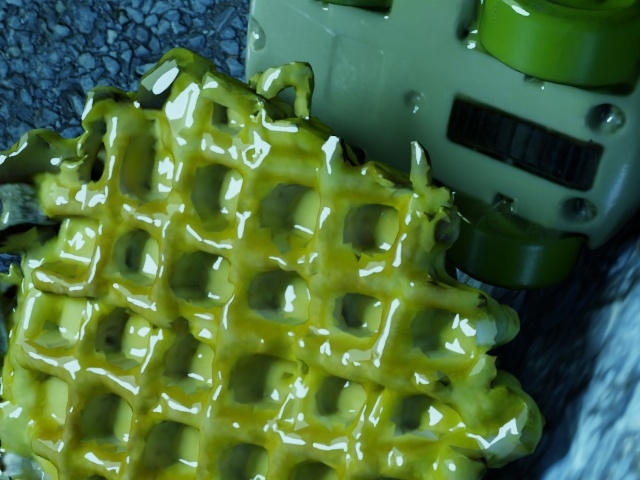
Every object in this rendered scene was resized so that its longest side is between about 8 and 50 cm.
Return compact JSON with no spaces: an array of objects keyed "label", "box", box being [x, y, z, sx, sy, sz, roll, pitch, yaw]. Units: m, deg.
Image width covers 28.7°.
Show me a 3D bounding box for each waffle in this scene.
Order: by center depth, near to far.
[{"label":"waffle","box":[-0.051,0.056,0.601,0.329,0.329,0.062,-57,-23,20]}]

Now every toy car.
[{"label":"toy car","box":[0.087,-0.105,0.652,0.235,0.235,0.145,-68,-10,-55]}]

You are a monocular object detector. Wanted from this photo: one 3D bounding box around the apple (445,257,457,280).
[{"label":"apple","box":[-0.008,0.047,0.720,0.200,0.200,0.200,-58,7,11]}]
